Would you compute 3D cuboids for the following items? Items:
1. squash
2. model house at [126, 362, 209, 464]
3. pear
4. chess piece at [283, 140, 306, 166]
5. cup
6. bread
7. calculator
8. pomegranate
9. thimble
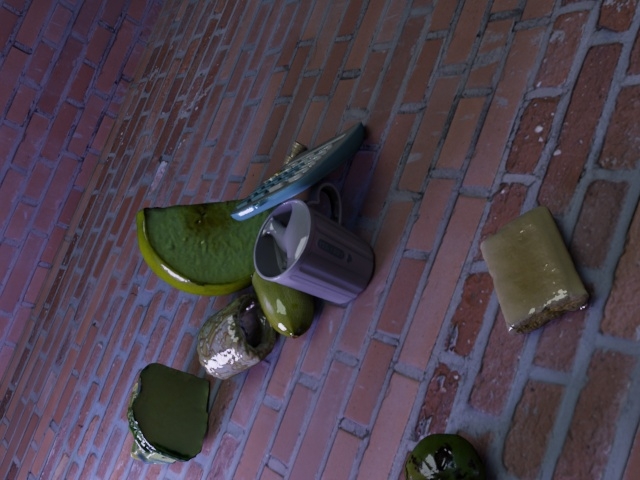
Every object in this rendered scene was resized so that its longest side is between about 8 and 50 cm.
[{"bbox_3d":[-0.076,0.134,1.450,0.123,0.123,0.187,-48,39,19],"label":"squash"},{"bbox_3d":[-0.396,0.434,1.605,0.189,0.195,0.214,-38,41,41],"label":"model house"},{"bbox_3d":[-0.275,0.019,1.627,0.318,0.342,0.239,162,100,-68],"label":"pear"},{"bbox_3d":[-0.074,-0.208,1.719,0.092,0.035,0.035,-59,37,12],"label":"chess piece"},{"bbox_3d":[0.005,0.009,1.355,0.221,0.202,0.167,-57,38,8],"label":"cup"},{"bbox_3d":[0.335,0.047,1.060,0.139,0.060,0.178,-35,45,31],"label":"bread"},{"bbox_3d":[-0.045,-0.146,1.462,0.256,0.054,0.386,-23,12,34],"label":"calculator"},{"bbox_3d":[0.188,0.352,1.030,0.122,0.122,0.161,-61,0,4],"label":"pomegranate"},{"bbox_3d":[-0.189,0.212,1.525,0.143,0.137,0.191,-37,30,33],"label":"thimble"}]
